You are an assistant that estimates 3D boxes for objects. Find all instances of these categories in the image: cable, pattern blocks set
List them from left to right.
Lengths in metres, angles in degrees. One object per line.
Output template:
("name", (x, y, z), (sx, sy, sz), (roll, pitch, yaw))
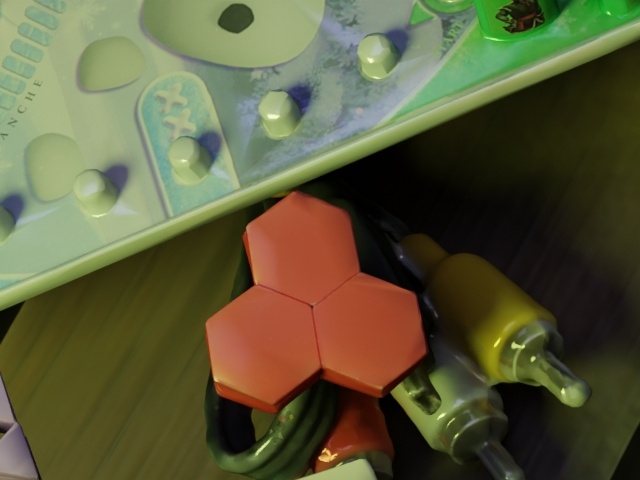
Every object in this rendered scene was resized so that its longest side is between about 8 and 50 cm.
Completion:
("pattern blocks set", (-0.013, 0.170, 0.658), (0.285, 0.026, 0.325), (-33, 79, -15))
("cable", (0.000, 0.000, 0.822), (0.139, 0.072, 0.287), (-36, 44, 12))

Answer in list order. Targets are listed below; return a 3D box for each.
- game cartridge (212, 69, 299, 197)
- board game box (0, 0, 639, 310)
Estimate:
("game cartridge", (-0.116, -0.151, 0.905), (0.323, 0.052, 0.285), (2, 63, 33))
("board game box", (-0.103, -0.178, 0.811), (0.390, 0.050, 0.390), (-23, 61, 6))
